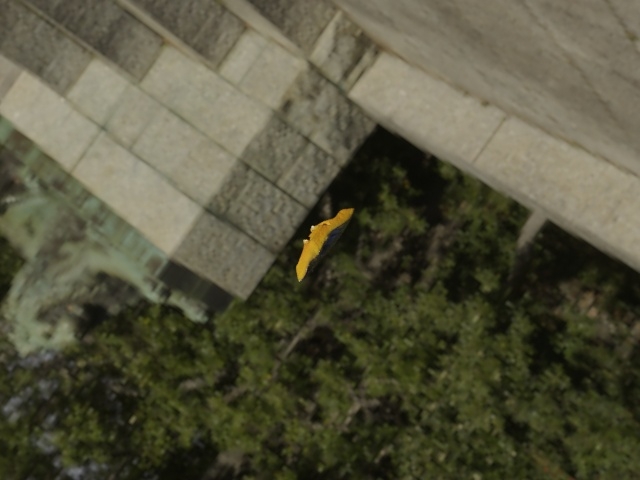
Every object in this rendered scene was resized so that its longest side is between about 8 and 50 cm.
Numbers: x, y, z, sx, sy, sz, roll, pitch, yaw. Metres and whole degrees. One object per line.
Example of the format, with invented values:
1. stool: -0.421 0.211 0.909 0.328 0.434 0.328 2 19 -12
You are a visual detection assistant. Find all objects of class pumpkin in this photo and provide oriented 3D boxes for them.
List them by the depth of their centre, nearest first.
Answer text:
1. pumpkin: 0.000 0.000 1.404 0.035 0.101 0.073 35 140 7
